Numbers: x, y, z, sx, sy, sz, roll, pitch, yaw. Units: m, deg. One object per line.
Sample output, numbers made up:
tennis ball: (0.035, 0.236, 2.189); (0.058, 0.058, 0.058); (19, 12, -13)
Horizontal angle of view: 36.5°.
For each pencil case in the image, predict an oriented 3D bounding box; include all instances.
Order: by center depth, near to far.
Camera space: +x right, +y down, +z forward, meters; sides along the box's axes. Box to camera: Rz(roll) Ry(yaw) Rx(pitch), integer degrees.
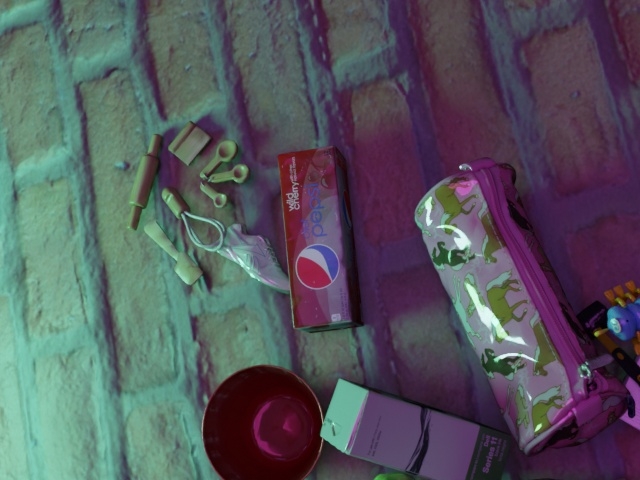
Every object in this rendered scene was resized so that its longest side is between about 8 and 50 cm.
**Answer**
pencil case: (0.255, 0.081, 1.269); (0.167, 0.160, 0.386); (-37, 58, 26)

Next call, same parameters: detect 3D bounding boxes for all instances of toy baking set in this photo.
toy baking set: (-0.215, -0.066, 1.510); (0.196, 0.030, 0.256); (11, 77, 27)

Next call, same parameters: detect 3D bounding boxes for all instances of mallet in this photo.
mallet: (0.389, 0.135, 1.265); (0.062, 0.190, 0.039); (-45, 114, 1)

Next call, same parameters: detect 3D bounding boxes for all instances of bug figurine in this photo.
bug figurine: (0.466, 0.152, 1.151); (0.216, 0.072, 0.279); (-25, 78, -13)

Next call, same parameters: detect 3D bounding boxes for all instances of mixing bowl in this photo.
mixing bowl: (-0.068, 0.272, 1.399); (0.181, 0.098, 0.181); (-3, 79, 16)

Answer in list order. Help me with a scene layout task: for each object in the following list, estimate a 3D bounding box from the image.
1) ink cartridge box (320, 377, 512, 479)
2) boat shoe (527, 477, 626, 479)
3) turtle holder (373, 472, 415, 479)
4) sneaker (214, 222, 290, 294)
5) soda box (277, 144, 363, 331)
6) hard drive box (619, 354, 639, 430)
ink cartridge box: (0.121, 0.256, 1.278); (0.208, 0.153, 0.087); (19, 84, -13)
boat shoe: (0.405, 0.365, 1.252); (0.324, 0.097, 0.117); (9, 124, 20)
turtle holder: (0.138, 0.472, 1.217); (0.243, 0.227, 0.320); (17, 81, 0)
sneaker: (-0.092, 0.026, 1.470); (0.152, 0.053, 0.061); (35, 89, 19)
soda box: (0.000, 0.000, 1.432); (0.092, 0.083, 0.263); (-8, 78, 14)
hard drive box: (0.506, 0.165, 1.259); (0.181, 0.089, 0.232); (28, 90, 18)
